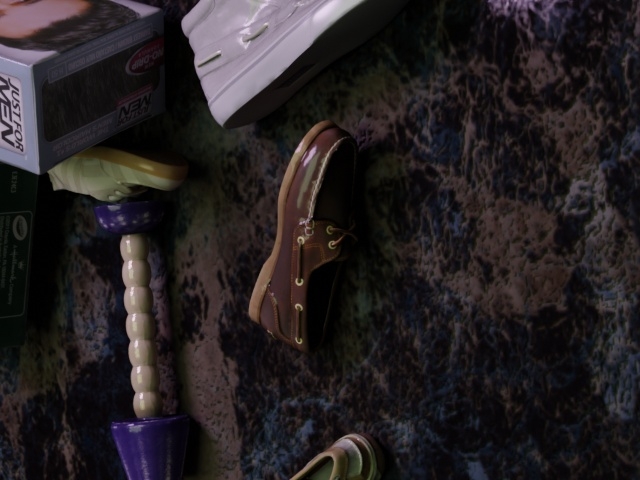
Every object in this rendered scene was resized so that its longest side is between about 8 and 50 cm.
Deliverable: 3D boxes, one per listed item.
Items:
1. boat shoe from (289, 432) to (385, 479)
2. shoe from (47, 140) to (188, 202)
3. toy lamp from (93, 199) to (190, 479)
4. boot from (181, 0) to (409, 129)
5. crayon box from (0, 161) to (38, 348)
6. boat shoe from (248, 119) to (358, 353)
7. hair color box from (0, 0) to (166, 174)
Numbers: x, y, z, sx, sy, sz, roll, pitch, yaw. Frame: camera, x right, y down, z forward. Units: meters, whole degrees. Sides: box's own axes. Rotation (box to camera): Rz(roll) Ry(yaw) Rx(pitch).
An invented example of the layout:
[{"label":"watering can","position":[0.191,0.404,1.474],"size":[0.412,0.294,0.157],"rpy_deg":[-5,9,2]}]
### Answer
[{"label":"boat shoe","position":[-0.020,0.241,1.525],"size":[0.068,0.072,0.190],"rpy_deg":[50,124,28]},{"label":"shoe","position":[-0.201,-0.065,1.668],"size":[0.219,0.076,0.058],"rpy_deg":[13,101,50]},{"label":"toy lamp","position":[-0.171,0.101,1.650],"size":[0.080,0.080,0.275],"rpy_deg":[-7,90,43]},{"label":"boot","position":[-0.031,-0.206,1.481],"size":[0.258,0.095,0.123],"rpy_deg":[-33,78,40]},{"label":"crayon box","position":[-0.420,-0.030,1.841],"size":[0.323,0.083,0.203],"rpy_deg":[25,113,46]},{"label":"boat shoe","position":[0.000,0.000,1.491],"size":[0.073,0.073,0.207],"rpy_deg":[34,122,34]},{"label":"hair color box","position":[-0.351,-0.190,1.662],"size":[0.374,0.185,0.114],"rpy_deg":[19,123,29]}]
